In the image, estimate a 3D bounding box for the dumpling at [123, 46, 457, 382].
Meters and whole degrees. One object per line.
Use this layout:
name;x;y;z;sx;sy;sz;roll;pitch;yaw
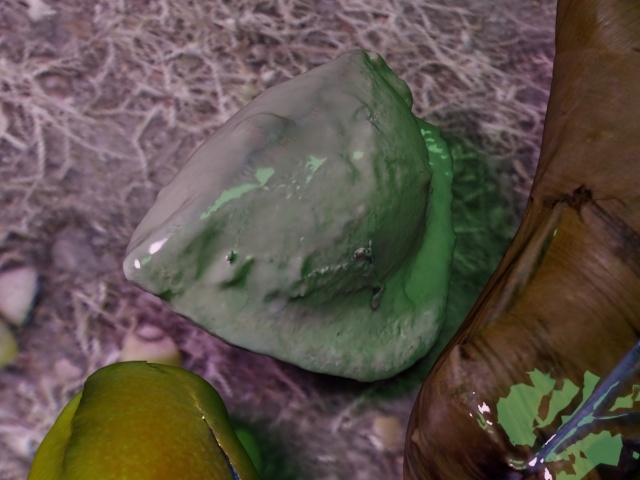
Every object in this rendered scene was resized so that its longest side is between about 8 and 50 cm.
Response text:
dumpling;-0.002;-0.010;0.951;0.149;0.105;0.217;36;50;21

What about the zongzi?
zongzi;0.128;-0.014;0.952;0.323;0.160;0.360;-21;62;-28

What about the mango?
mango;-0.074;0.140;0.826;0.125;0.111;0.233;25;39;-12
